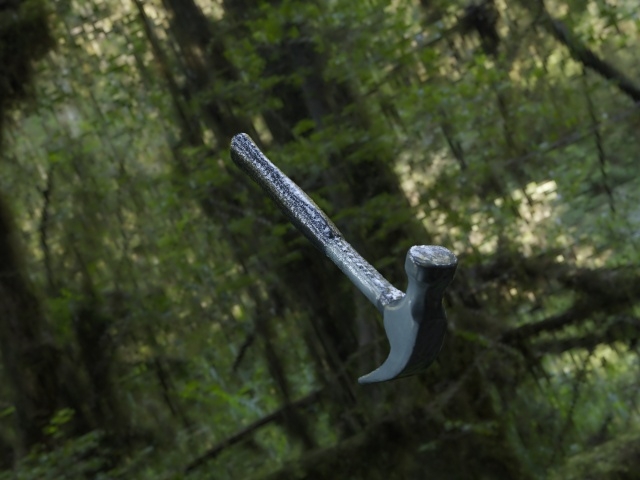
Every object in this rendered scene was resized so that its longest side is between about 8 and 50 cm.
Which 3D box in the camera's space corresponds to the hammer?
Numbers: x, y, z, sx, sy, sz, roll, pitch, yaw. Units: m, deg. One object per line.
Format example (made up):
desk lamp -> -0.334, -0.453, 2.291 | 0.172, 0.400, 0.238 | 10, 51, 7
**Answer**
hammer -> 0.000, 0.000, 0.712 | 0.029, 0.103, 0.246 | -8, 33, -30
